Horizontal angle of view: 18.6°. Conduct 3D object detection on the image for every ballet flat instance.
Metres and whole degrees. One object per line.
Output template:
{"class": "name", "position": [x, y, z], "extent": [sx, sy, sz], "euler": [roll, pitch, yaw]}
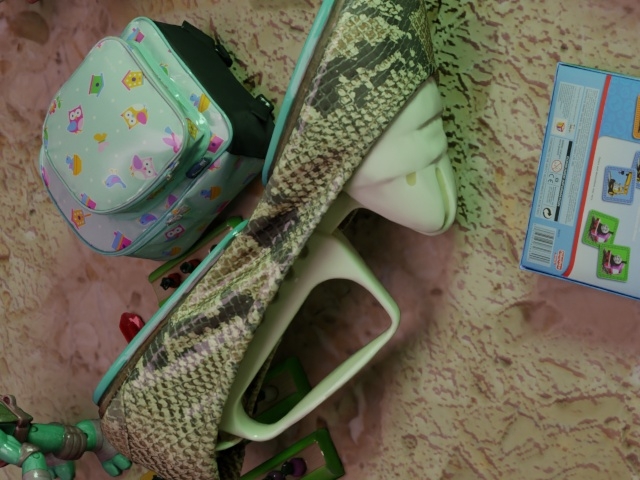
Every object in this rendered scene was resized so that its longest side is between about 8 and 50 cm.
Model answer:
{"class": "ballet flat", "position": [0.000, 0.000, 1.544], "extent": [0.182, 0.164, 0.483], "euler": [34, 105, 11]}

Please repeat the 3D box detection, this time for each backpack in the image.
{"class": "backpack", "position": [-0.152, -0.077, 1.665], "extent": [0.166, 0.144, 0.188], "euler": [50, 120, 22]}

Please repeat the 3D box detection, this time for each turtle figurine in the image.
{"class": "turtle figurine", "position": [-0.286, 0.191, 1.711], "extent": [0.175, 0.234, 0.118], "euler": [11, 98, 38]}

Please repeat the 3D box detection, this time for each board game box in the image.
{"class": "board game box", "position": [0.254, -0.033, 1.411], "extent": [0.211, 0.039, 0.160], "euler": [16, 101, 37]}

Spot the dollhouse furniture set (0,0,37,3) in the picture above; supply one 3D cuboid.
{"class": "dollhouse furniture set", "position": [-0.345, -0.294, 1.747], "extent": [0.374, 0.201, 0.152], "euler": [-24, 34, 35]}

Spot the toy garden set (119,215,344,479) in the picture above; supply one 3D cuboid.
{"class": "toy garden set", "position": [-0.108, 0.134, 1.689], "extent": [0.204, 0.049, 0.244], "euler": [-34, 70, 33]}
